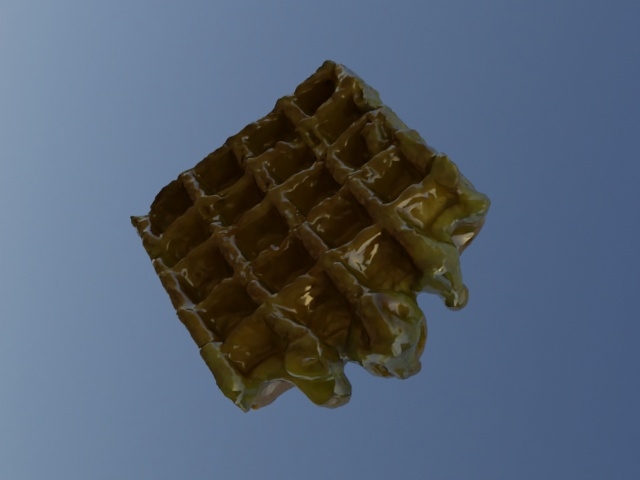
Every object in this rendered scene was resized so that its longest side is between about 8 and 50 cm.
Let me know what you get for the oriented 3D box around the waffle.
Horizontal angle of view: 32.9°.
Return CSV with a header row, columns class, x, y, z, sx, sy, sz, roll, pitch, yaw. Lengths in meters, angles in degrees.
class,x,y,z,sx,sy,sz,roll,pitch,yaw
waffle,0.000,0.000,0.555,0.160,0.055,0.211,-39,-145,-2
